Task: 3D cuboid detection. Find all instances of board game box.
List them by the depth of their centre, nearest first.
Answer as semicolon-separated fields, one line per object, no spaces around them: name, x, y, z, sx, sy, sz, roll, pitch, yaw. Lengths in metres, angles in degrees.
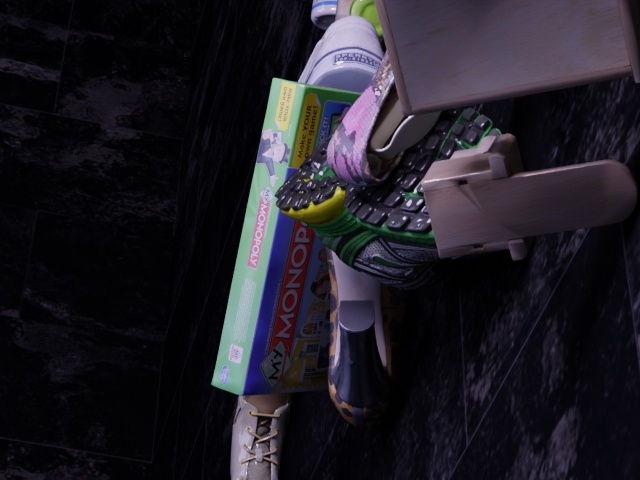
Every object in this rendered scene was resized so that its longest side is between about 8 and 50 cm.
board game box;0.000;0.000;1.828;0.046;0.213;0.317;17;99;35

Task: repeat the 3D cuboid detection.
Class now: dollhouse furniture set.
dollhouse furniture set;0.174;-0.190;1.332;0.355;0.174;0.303;-52;-49;-64

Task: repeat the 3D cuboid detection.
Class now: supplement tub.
supplement tub;0.027;-0.337;2.340;0.071;0.071;0.107;130;149;-70

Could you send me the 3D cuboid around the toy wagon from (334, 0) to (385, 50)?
toy wagon;0.079;-0.398;2.134;0.267;0.068;0.344;-105;28;-67

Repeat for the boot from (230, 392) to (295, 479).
boot;-0.077;0.265;2.276;0.213;0.077;0.165;105;170;-51

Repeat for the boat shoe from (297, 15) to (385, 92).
boat shoe;0.000;-0.113;2.054;0.156;0.136;0.367;-87;8;-45

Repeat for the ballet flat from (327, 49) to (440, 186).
ballet flat;0.085;-0.139;1.473;0.079;0.077;0.221;28;87;46

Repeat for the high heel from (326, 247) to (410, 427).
high heel;0.054;0.055;1.807;0.186;0.093;0.261;86;-166;-47

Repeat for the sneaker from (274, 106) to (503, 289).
sneaker;0.095;-0.028;1.561;0.134;0.146;0.343;-51;20;-13
